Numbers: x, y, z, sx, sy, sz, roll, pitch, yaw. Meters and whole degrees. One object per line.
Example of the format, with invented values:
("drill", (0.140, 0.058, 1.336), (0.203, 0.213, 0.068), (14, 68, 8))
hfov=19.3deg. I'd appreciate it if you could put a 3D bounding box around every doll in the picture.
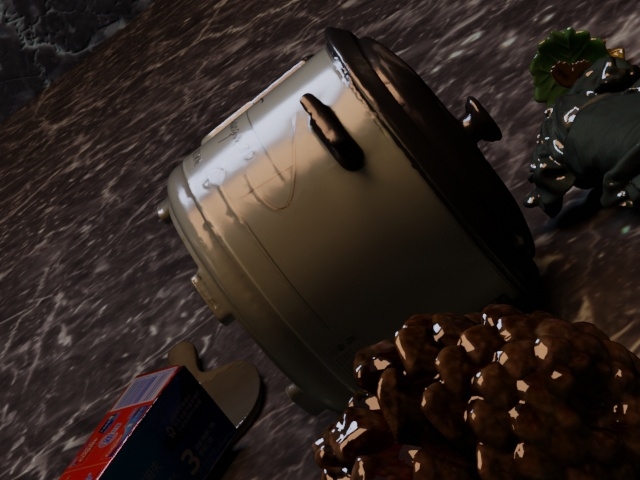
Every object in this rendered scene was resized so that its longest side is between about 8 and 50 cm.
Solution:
("doll", (0.221, -0.136, 1.612), (0.078, 0.076, 0.113), (-5, -5, 13))

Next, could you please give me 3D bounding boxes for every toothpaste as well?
("toothpaste", (-0.172, 0.224, 1.351), (0.066, 0.076, 0.320), (-18, 27, 44))

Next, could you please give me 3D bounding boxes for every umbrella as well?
("umbrella", (0.242, -0.066, 1.299), (0.143, 0.094, 0.349), (-58, 14, -5))

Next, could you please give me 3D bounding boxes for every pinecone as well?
("pinecone", (0.082, 0.125, 0.967), (0.179, 0.184, 0.204), (-28, -1, -42))

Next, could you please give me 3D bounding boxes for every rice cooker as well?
("rice cooker", (0.031, -0.019, 1.343), (0.227, 0.280, 0.241), (-38, 59, 7))

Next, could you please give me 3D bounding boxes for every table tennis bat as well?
("table tennis bat", (-0.106, 0.136, 1.569), (0.131, 0.022, 0.234), (-36, 20, 5))
